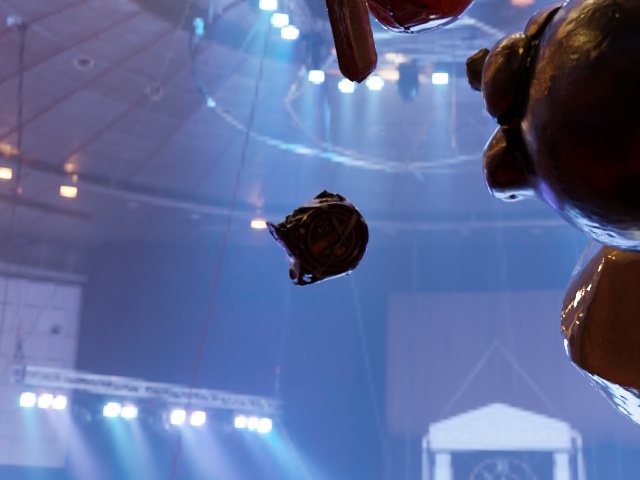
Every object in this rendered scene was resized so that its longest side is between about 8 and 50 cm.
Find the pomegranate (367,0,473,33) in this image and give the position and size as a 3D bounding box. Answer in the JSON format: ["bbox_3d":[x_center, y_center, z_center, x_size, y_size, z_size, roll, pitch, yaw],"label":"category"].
[{"bbox_3d":[0.148,-0.439,1.700,0.210,0.210,0.235,-9,-37,32],"label":"pomegranate"}]

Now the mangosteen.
[{"bbox_3d":[0.312,-0.121,1.095,0.313,0.297,0.297,-24,-23,10],"label":"mangosteen"}]

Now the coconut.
[{"bbox_3d":[0.468,0.071,1.359,0.353,0.352,0.352,2,-17,1],"label":"coconut"}]

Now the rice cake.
[{"bbox_3d":[0.023,-0.260,1.075,0.047,0.206,0.036,-25,24,-36],"label":"rice cake"}]

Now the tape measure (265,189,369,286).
[{"bbox_3d":[0.002,0.000,1.113,0.094,0.091,0.054,-26,12,-13],"label":"tape measure"}]
